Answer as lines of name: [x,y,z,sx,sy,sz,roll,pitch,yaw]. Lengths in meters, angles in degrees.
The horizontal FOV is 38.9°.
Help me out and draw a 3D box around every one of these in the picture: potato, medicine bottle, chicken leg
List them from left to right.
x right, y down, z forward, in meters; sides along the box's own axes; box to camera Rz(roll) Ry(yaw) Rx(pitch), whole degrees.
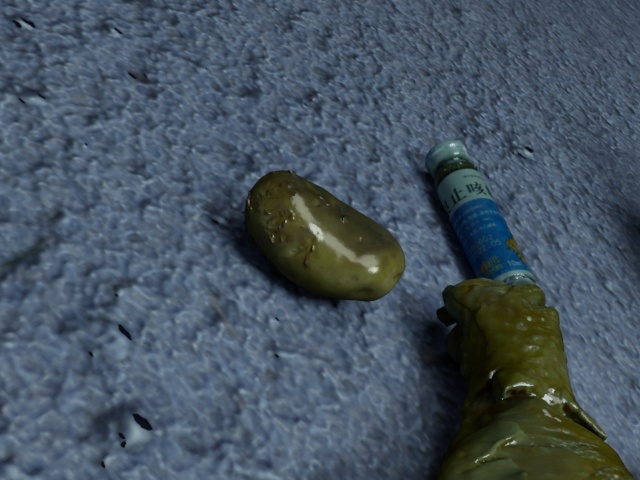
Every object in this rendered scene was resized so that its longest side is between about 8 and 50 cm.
potato: [0.000,0.000,0.723,0.138,0.070,0.091,36,30,-2]
medicine bottle: [0.154,-0.019,0.892,0.051,0.051,0.191,11,42,-31]
chicken leg: [0.133,0.148,0.608,0.201,0.152,0.429,21,29,-7]
